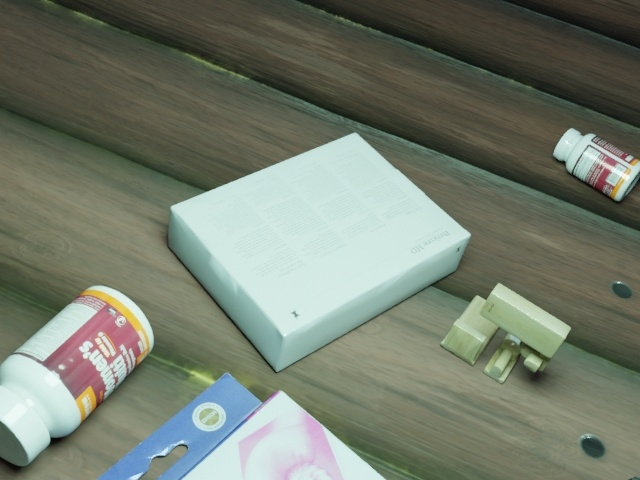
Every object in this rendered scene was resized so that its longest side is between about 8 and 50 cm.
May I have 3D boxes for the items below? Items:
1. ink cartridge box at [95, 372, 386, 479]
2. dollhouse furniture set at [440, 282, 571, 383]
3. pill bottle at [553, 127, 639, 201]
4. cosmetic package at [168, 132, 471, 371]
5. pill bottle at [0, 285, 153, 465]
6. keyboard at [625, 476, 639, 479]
[{"bbox_3d":[-0.101,0.328,0.970,0.330,0.071,0.324,36,50,19],"label":"ink cartridge box"},{"bbox_3d":[0.285,0.111,1.214,0.144,0.151,0.123,33,48,15],"label":"dollhouse furniture set"},{"bbox_3d":[0.520,-0.146,1.566,0.152,0.086,0.086,37,49,22],"label":"pill bottle"},{"bbox_3d":[0.000,0.000,1.293,0.377,0.097,0.284,-25,55,-32],"label":"cosmetic package"},{"bbox_3d":[-0.320,0.165,1.037,0.121,0.121,0.221,28,47,14],"label":"pill bottle"},{"bbox_3d":[0.479,0.339,1.069,0.180,0.108,0.023,16,70,3],"label":"keyboard"}]
